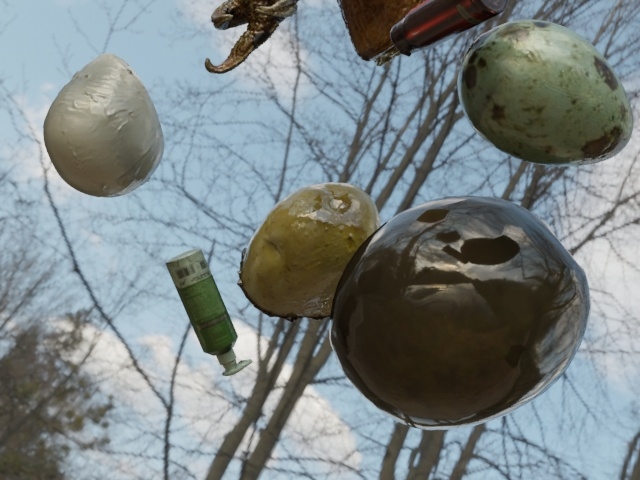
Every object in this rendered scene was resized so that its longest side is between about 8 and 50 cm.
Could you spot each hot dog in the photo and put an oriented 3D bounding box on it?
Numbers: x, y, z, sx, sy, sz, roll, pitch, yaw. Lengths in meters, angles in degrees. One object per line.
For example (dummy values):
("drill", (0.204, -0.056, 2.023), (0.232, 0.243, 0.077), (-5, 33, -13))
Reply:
("hot dog", (0.090, -0.440, 1.377), (0.196, 0.122, 0.272), (-13, -79, 55))

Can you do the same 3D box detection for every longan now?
("longan", (0.207, 0.105, 1.217), (0.336, 0.404, 0.404), (59, -29, 24))

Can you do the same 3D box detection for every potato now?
("potato", (0.000, 0.000, 1.416), (0.242, 0.285, 0.242), (38, -46, 52))

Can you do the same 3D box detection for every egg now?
("egg", (0.282, -0.178, 1.009), (0.231, 0.169, 0.169), (29, -37, 1))

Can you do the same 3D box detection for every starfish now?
("starfish", (-0.070, -0.272, 0.903), (0.074, 0.190, 0.146), (14, 4, -43))

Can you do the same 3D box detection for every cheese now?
("cheese", (-0.320, -0.156, 1.215), (0.154, 0.189, 0.198), (14, -43, 25))

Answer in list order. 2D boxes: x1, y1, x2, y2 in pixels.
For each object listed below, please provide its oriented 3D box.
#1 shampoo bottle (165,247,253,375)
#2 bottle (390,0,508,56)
("shampoo bottle", (-0.172, 0.114, 1.254), (0.065, 0.065, 0.204), (-14, -79, 43))
("bottle", (0.149, -0.272, 0.977), (0.060, 0.060, 0.164), (45, -30, -19))
